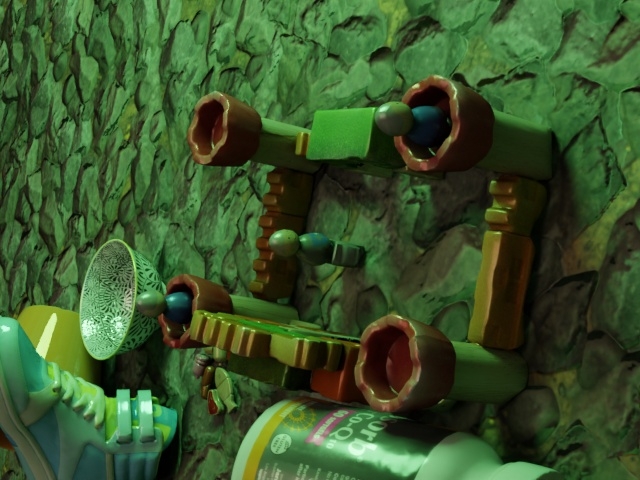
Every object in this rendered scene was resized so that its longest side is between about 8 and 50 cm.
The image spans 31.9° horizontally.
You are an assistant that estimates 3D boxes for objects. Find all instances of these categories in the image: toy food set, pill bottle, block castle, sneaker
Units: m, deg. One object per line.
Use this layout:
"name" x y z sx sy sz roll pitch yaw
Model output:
"toy food set" -0.137 0.172 1.441 0.078 0.019 0.122 -38 60 42
"pill bottle" 0.069 0.238 0.991 0.278 0.162 0.162 6 86 37
"block castle" 0.000 0.000 1.137 0.453 0.213 0.303 7 87 53
"sneaker" -0.307 0.208 1.467 0.127 0.208 0.319 -108 3 -57

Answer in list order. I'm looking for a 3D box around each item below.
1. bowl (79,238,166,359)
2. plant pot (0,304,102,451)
"bowl" -0.267 0.087 1.583 0.170 0.080 0.170 -17 69 50
"plant pot" -0.408 0.207 1.663 0.205 0.205 0.188 -23 48 49
